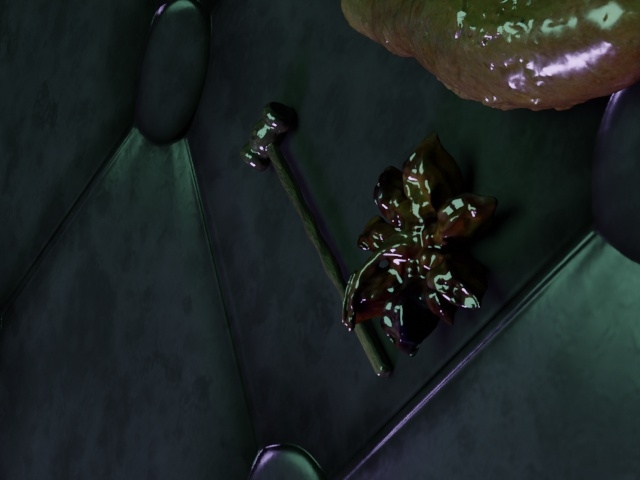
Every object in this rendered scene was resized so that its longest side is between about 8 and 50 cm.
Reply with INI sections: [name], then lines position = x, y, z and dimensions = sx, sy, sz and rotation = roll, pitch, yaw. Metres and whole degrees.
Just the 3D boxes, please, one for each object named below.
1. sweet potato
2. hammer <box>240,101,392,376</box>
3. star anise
[sweet potato]
position = 0.109, -0.147, 1.236
dimensions = 0.385, 0.109, 0.109
rotation = 13, 93, 59
[hammer]
position = 0.000, 0.000, 1.442
dimensions = 0.058, 0.029, 0.292
rotation = -61, 39, 32
[star anise]
position = 0.074, 0.005, 1.295
dimensions = 0.168, 0.057, 0.167
rotation = -24, 57, 44
